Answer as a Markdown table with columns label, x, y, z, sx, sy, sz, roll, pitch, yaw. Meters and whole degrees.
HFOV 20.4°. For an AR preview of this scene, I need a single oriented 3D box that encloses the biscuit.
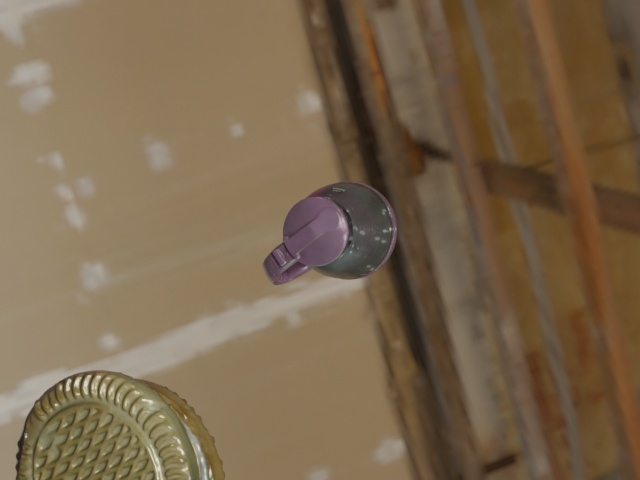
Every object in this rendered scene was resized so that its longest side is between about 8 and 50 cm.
| label | x | y | z | sx | sy | sz | roll | pitch | yaw |
| --- | --- | --- | --- | --- | --- | --- | --- | --- | --- |
| biscuit | -0.217 | 0.263 | 1.914 | 0.259 | 0.079 | 0.259 | 3 | -84 | 32 |

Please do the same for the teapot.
| label | x | y | z | sx | sy | sz | roll | pitch | yaw |
| --- | --- | --- | --- | --- | --- | --- | --- | --- | --- |
| teapot | 0.001 | -0.010 | 2.053 | 0.146 | 0.148 | 0.116 | -1 | 86 | -69 |
